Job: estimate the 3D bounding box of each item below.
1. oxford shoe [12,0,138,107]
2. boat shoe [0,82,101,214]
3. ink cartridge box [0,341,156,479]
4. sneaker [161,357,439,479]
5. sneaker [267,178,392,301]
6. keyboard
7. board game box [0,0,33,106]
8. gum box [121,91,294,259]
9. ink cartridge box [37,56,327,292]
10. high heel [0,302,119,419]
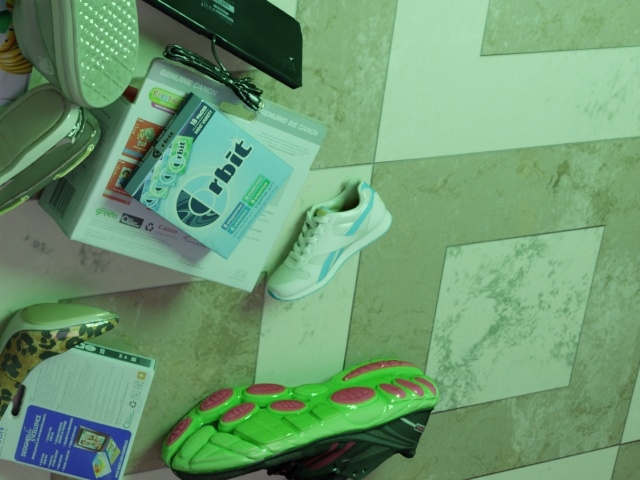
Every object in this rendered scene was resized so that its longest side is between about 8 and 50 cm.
[{"bbox_3d":[-0.297,-0.372,1.697,0.169,0.130,0.449,-33,138,-45],"label":"oxford shoe"},{"bbox_3d":[-0.431,-0.078,1.858,0.324,0.116,0.097,-34,148,7],"label":"boat shoe"},{"bbox_3d":[-0.368,0.246,2.115,0.208,0.045,0.206,16,108,-9],"label":"ink cartridge box"},{"bbox_3d":[-0.019,0.330,2.305,0.482,0.185,0.202,-7,115,-27],"label":"sneaker"},{"bbox_3d":[0.000,0.000,2.200,0.228,0.087,0.092,-42,123,-13],"label":"sneaker"},{"bbox_3d":[-0.145,-0.280,1.894,0.317,0.201,0.033,27,138,-34],"label":"keyboard"},{"bbox_3d":[-0.494,-0.271,1.760,0.305,0.053,0.193,2,115,-32],"label":"board game box"},{"bbox_3d":[-0.148,-0.084,1.916,0.184,0.041,0.157,37,91,-38],"label":"gum box"},{"bbox_3d":[-0.184,-0.104,1.993,0.309,0.130,0.272,19,103,-37],"label":"ink cartridge box"},{"bbox_3d":[-0.401,0.189,2.028,0.261,0.093,0.186,-10,112,-4],"label":"high heel"}]
